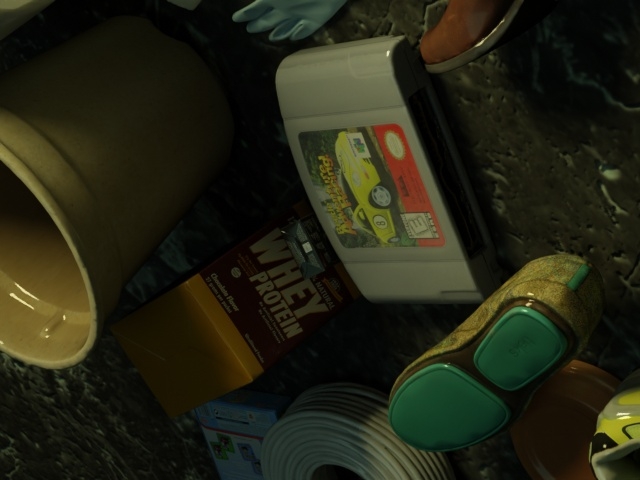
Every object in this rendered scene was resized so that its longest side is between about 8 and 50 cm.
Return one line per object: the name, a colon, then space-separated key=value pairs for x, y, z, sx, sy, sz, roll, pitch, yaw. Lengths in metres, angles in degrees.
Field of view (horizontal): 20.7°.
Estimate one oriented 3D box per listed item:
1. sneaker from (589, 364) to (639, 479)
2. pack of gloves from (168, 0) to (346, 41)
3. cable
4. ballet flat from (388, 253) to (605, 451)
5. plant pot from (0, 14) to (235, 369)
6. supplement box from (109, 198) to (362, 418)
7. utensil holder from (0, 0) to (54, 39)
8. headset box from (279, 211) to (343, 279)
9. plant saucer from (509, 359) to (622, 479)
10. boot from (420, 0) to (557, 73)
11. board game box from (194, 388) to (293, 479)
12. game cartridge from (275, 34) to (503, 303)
sneaker: x=0.420 y=0.256 z=1.613 sx=0.385 sy=0.147 sz=0.145 roll=26 pitch=133 yaw=27
pack of gloves: x=-0.055 y=-0.286 z=1.729 sx=0.195 sy=0.046 sz=0.232 roll=25 pitch=148 yaw=-23
cable: x=0.046 y=0.290 z=2.059 sx=0.257 sy=0.089 sz=0.257 roll=1 pitch=118 yaw=39
ballet flat: x=0.183 y=0.115 z=1.779 sx=0.123 sy=0.123 sz=0.348 roll=49 pitch=146 yaw=6
plant pot: x=-0.269 y=-0.080 z=1.926 sx=0.334 sy=0.305 sz=0.334 roll=27 pitch=139 yaw=26
supplement box: x=-0.094 y=0.078 z=1.969 sx=0.129 sy=0.194 sz=0.191 roll=56 pitch=142 yaw=-4
utensil holder: x=-0.447 y=-0.313 z=1.779 sx=0.385 sy=0.327 sz=0.327 roll=-20 pitch=103 yaw=50
headset box: x=0.000 y=0.000 z=1.906 sx=0.032 sy=0.083 sz=0.062 roll=-26 pitch=91 yaw=32
plant saucer: x=0.273 y=0.215 z=1.825 sx=0.200 sy=0.037 sz=0.200 roll=27 pitch=136 yaw=30
boot: x=0.110 y=-0.308 z=1.544 sx=0.280 sy=0.096 sz=0.264 roll=56 pitch=149 yaw=2
board game box: x=-0.071 y=0.288 z=2.238 sx=0.160 sy=0.039 sz=0.211 roll=4 pitch=120 yaw=44
game cartridge: x=0.064 y=-0.064 z=1.813 sx=0.196 sy=0.060 sz=0.294 roll=0 pitch=118 yaw=51
